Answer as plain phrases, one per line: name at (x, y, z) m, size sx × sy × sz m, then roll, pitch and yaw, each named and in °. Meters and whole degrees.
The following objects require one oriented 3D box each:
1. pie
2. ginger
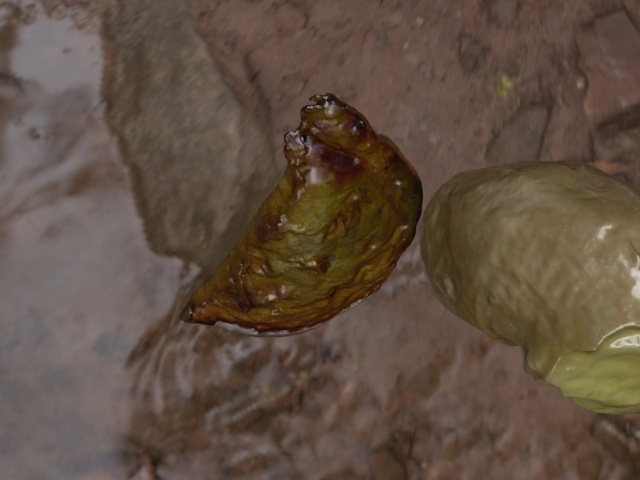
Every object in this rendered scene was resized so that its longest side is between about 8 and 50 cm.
pie at (0.001, 0.001, 0.729) m, size 0.088 × 0.033 × 0.191 m, roll 7°, pitch 145°, yaw -21°
ginger at (0.150, 0.018, 0.980) m, size 0.138 × 0.267 × 0.152 m, roll -2°, pitch 114°, yaw -20°
